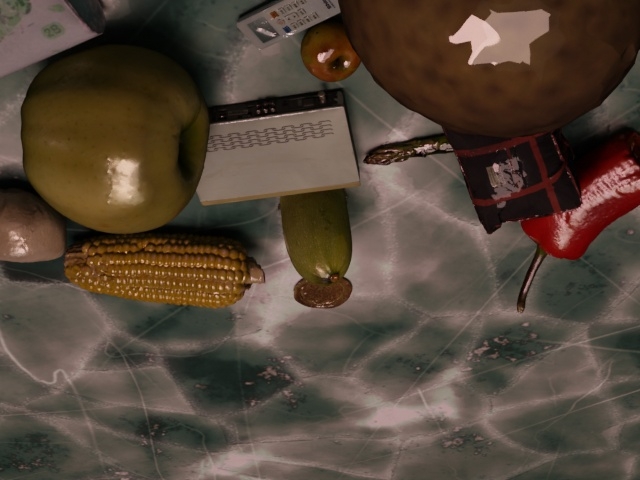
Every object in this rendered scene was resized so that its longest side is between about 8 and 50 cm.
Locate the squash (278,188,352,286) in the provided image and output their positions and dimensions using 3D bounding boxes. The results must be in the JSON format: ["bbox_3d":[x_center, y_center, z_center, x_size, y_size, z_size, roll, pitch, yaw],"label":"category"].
[{"bbox_3d":[0.000,0.000,1.751,0.123,0.187,0.123,-6,140,-5],"label":"squash"}]

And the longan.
[{"bbox_3d":[0.208,-0.313,1.237,0.391,0.391,0.391,-1,140,-1],"label":"longan"}]

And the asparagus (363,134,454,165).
[{"bbox_3d":[0.148,-0.144,1.698,0.165,0.030,0.036,-11,153,10],"label":"asparagus"}]

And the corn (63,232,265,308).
[{"bbox_3d":[-0.268,0.049,1.838,0.346,0.130,0.130,3,140,-3],"label":"corn"}]

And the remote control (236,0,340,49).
[{"bbox_3d":[-0.036,-0.321,1.477,0.162,0.029,0.061,-19,136,27],"label":"remote control"}]

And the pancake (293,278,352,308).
[{"bbox_3d":[0.003,0.096,1.996,0.114,0.011,0.115,-2,139,-2],"label":"pancake"}]

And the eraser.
[{"bbox_3d":[-0.434,-0.309,1.434,0.227,0.081,0.174,-18,137,20],"label":"eraser"}]

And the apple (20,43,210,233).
[{"bbox_3d":[-0.290,-0.140,1.507,0.279,0.279,0.279,-1,140,-1],"label":"apple"}]

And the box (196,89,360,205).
[{"bbox_3d":[-0.081,-0.145,1.674,0.270,0.045,0.211,-8,140,8],"label":"box"}]

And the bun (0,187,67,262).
[{"bbox_3d":[-0.502,-0.029,1.741,0.173,0.166,0.113,4,98,-18],"label":"bun"}]

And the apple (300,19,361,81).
[{"bbox_3d":[0.017,-0.270,1.504,0.089,0.074,0.089,-3,140,-2],"label":"apple"}]

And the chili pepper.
[{"bbox_3d":[0.404,-0.040,1.748,0.131,0.134,0.338,35,125,-18],"label":"chili pepper"}]

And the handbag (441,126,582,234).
[{"bbox_3d":[0.293,-0.130,1.609,0.169,0.155,0.215,-19,110,13],"label":"handbag"}]
